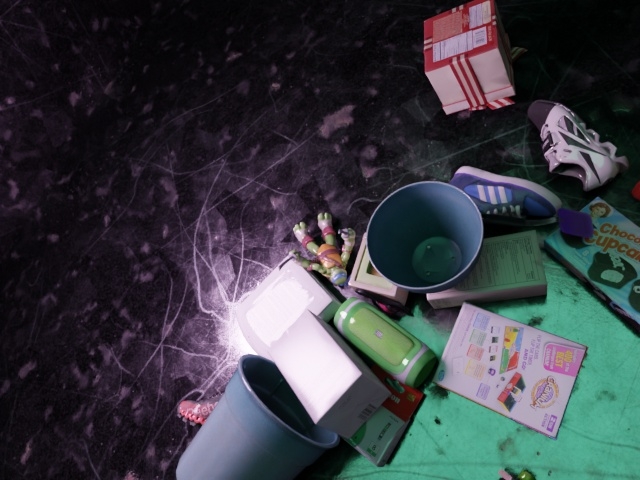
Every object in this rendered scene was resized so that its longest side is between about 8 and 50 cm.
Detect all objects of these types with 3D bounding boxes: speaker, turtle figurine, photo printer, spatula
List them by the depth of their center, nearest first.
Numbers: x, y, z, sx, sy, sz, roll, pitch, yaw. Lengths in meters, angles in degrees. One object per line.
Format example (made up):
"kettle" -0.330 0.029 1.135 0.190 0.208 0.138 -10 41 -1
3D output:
"spatula" 0.568 -0.050 1.260 0.296 0.030 0.084 2 57 11
"speaker" 0.179 0.286 1.358 0.296 0.131 0.131 34 86 32
"turtle figurine" 0.000 0.000 1.491 0.198 0.275 0.266 -50 37 17
"photo printer" -0.115 0.231 1.527 0.307 0.107 0.256 -46 58 1

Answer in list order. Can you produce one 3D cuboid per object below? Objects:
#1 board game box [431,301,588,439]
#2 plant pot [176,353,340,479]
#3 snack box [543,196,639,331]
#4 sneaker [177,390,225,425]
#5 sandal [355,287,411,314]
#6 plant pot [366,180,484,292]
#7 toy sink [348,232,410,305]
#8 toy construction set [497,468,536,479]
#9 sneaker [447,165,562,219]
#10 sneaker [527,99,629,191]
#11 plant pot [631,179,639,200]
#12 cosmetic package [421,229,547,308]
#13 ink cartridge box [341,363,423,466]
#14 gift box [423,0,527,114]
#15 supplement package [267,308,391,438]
"board game box" 0.485 0.329 1.234 0.316 0.064 0.242 20 78 30
"plant pot" -0.183 0.543 1.268 0.341 0.341 0.334 41 94 32
"snack box" 0.770 0.056 1.222 0.187 0.060 0.322 -40 58 3
"sneaker" -0.327 0.532 1.502 0.276 0.097 0.135 4 71 24
"sandal" 0.180 0.189 1.397 0.179 0.067 0.040 22 77 -10
"plant pot" 0.289 0.018 1.249 0.290 0.195 0.290 -11 63 21
"toy sink" 0.203 0.058 1.440 0.153 0.131 0.234 13 75 28
"toy construction set" 0.468 0.659 1.034 0.309 0.257 0.237 37 74 12
"sneaker" 0.482 -0.066 1.361 0.323 0.130 0.236 26 79 33
"sneaker" 0.692 -0.275 1.362 0.146 0.122 0.330 -37 58 4
"plant pot" 0.973 -0.181 1.127 0.267 0.236 0.267 -44 58 1
"cosmetic package" 0.452 0.086 1.325 0.309 0.113 0.160 -10 65 20
"ink cartridge box" 0.153 0.475 1.320 0.181 0.056 0.224 26 83 39
"gift box" 0.492 -0.565 1.495 0.276 0.258 0.255 -4 67 31
"supplement package" 0.019 0.366 1.331 0.177 0.175 0.293 -47 43 0
